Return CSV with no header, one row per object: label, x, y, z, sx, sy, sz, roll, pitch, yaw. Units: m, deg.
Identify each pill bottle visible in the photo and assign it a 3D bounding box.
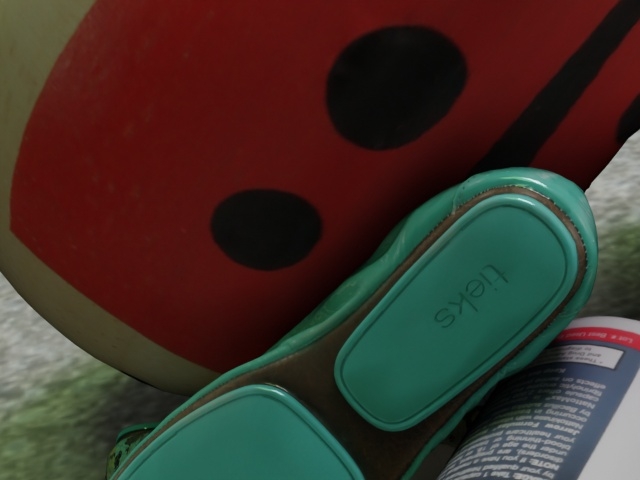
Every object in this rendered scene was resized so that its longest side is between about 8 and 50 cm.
pill bottle,0.086,0.117,0.615,0.108,0.108,0.180,8,33,27

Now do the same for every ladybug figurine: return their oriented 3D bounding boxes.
ladybug figurine,0.027,-0.084,0.691,0.305,0.449,0.162,-7,53,-41

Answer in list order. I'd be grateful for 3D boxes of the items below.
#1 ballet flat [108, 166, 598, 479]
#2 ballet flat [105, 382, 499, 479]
ballet flat,0.013,0.062,0.653,0.247,0.083,0.087,-41,-4,18
ballet flat,0.003,0.104,0.724,0.188,0.070,0.070,-11,29,1
